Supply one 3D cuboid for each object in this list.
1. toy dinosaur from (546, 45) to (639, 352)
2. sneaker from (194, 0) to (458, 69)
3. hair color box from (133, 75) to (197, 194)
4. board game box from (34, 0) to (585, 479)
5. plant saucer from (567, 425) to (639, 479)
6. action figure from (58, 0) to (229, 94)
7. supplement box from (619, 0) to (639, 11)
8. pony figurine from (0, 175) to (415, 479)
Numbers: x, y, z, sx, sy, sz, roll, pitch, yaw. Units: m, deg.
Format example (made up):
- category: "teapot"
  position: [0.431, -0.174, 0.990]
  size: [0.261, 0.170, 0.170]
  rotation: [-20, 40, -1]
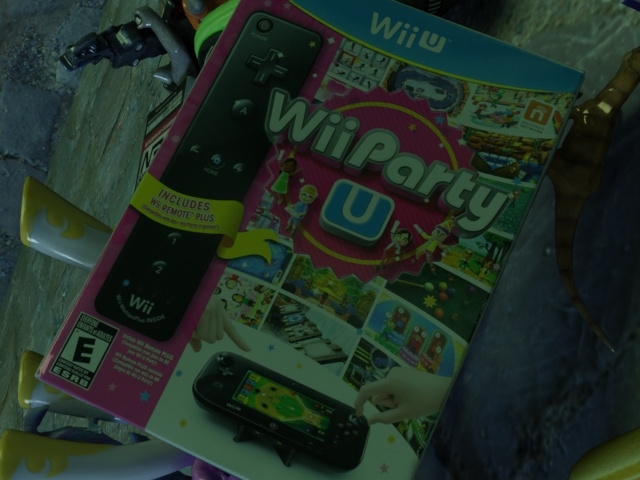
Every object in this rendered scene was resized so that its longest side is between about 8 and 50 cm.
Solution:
- category: "toy dinosaur"
  position: [0.174, -0.042, 0.655]
  size: [0.112, 0.064, 0.212]
  rotation: [20, 95, 64]
- category: "sneaker"
  position: [0.008, -0.197, 1.009]
  size: [0.482, 0.185, 0.202]
  rotation: [169, 95, -66]
- category: "hair color box"
  position: [-0.206, -0.028, 1.387]
  size: [0.185, 0.113, 0.375]
  rotation: [-23, 57, 60]
- category: "board game box"
  position: [0.000, 0.000, 0.589]
  size: [0.097, 0.224, 0.303]
  rotation: [80, -145, -71]
- category: "plant saucer"
  position: [0.226, 0.194, 0.398]
  size: [0.333, 0.080, 0.333]
  rotation: [-44, 39, 47]
- category: "action figure"
  position: [-0.183, -0.281, 1.354]
  size: [0.179, 0.341, 0.330]
  rotation: [59, 153, 3]
- category: "supplement box"
  position: [0.241, -0.240, 0.566]
  size: [0.114, 0.111, 0.220]
  rotation: [-43, 41, 49]
- category: "pony figurine"
  position: [-0.048, 0.123, 0.720]
  size: [0.303, 0.363, 0.351]
  rotation: [134, 139, -72]
